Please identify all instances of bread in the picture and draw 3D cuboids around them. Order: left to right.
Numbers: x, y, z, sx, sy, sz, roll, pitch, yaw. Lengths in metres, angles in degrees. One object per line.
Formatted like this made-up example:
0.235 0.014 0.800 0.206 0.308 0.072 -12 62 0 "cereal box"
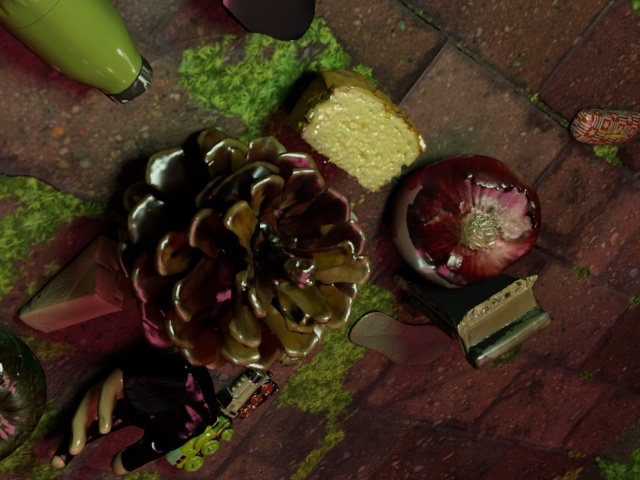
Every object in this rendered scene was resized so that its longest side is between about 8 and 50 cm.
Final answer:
-0.374 0.069 1.645 0.152 0.105 0.077 -15 147 18 "bread"
0.040 -0.182 1.672 0.143 0.139 0.229 -48 136 6 "bread"

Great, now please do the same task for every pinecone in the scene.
-0.088 0.018 1.528 0.384 0.384 0.384 -24 139 -22 "pinecone"

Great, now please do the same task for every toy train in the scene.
-0.185 0.334 2.048 0.250 0.053 0.085 -45 137 4 "toy train"

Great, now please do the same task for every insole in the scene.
0.172 0.208 2.276 0.119 0.009 0.348 -51 142 12 "insole"

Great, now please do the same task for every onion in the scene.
0.261 -0.050 1.976 0.272 0.195 0.272 3 123 5 "onion"

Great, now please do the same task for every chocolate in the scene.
-0.080 -0.345 1.458 0.148 0.080 0.125 7 110 -37 "chocolate"

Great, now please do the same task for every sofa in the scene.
0.292 0.130 2.108 0.200 0.258 0.182 -29 127 -18 "sofa"

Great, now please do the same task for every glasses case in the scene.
0.575 -0.225 2.177 0.194 0.049 0.073 -5 130 -39 "glasses case"

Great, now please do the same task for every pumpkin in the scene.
-0.512 0.237 1.574 0.238 0.159 0.238 -20 133 -23 "pumpkin"

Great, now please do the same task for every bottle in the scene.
-0.299 -0.258 1.318 0.112 0.112 0.260 -44 143 2 "bottle"

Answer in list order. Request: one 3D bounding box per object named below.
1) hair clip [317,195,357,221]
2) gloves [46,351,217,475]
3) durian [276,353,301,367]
0.005 0.003 1.875 0.146 0.056 0.187 -51 133 -8 "hair clip"
-0.316 0.298 1.818 0.301 0.152 0.197 -27 120 -9 "gloves"
-0.043 0.134 1.951 0.188 0.091 0.148 -43 154 -23 "durian"
